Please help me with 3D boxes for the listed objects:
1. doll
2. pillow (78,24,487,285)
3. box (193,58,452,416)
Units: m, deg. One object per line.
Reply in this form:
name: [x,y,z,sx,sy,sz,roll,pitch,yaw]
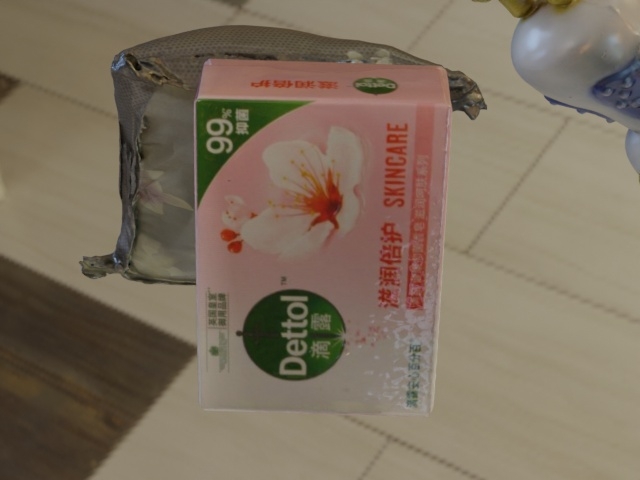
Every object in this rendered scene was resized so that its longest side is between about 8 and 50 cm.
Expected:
doll: [0.227,-0.099,1.024,0.138,0.293,0.119,-3,55,59]
pillow: [-0.026,-0.034,0.699,0.169,0.255,0.059,5,68,-8]
box: [0.000,0.000,0.528,0.089,0.125,0.043,0,25,0]
